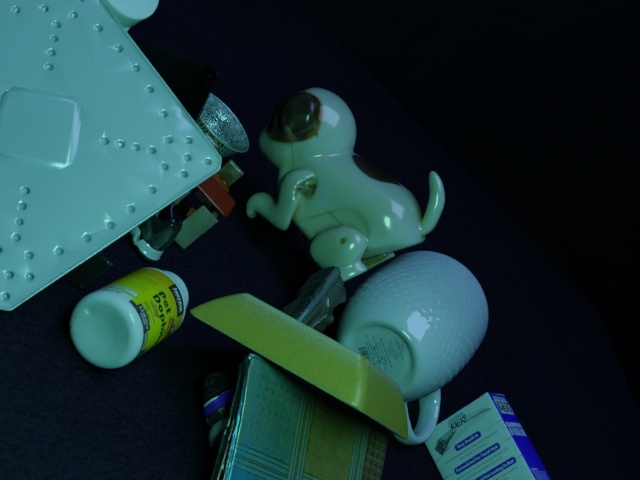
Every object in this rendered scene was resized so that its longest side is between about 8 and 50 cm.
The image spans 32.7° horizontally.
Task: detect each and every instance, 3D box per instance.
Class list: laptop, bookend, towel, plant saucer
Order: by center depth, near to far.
[{"bbox_3d":[-0.400,-0.032,1.698,0.157,0.072,0.156,41,24,-29],"label":"bookend"},{"bbox_3d":[-0.028,0.369,1.724,0.370,0.040,0.271,35,58,-42],"label":"towel"},{"bbox_3d":[-0.304,-0.191,1.752,0.137,0.234,0.264,26,-6,-22],"label":"laptop"},{"bbox_3d":[-0.012,0.196,1.801,0.333,0.081,0.333,27,-9,24],"label":"plant saucer"}]

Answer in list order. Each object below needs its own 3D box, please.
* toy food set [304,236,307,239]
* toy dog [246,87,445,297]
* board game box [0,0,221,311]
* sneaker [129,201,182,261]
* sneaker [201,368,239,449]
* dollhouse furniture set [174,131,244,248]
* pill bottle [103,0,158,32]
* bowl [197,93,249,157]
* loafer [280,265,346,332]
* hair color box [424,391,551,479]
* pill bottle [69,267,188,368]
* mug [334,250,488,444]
[{"bbox_3d":[0.000,0.000,2.546,0.122,0.019,0.078,36,27,-37],"label":"toy food set"},{"bbox_3d":[0.021,-0.124,2.305,0.285,0.395,0.407,-23,84,-58],"label":"toy dog"},{"bbox_3d":[-0.406,-0.154,1.563,0.390,0.390,0.050,53,-22,1],"label":"board game box"},{"bbox_3d":[-0.309,-0.084,1.922,0.078,0.106,0.234,13,44,-60],"label":"sneaker"},{"bbox_3d":[-0.090,0.272,1.815,0.293,0.102,0.146,23,35,-52],"label":"sneaker"},{"bbox_3d":[-0.258,-0.150,2.090,0.259,0.135,0.262,48,22,-13],"label":"dollhouse furniture set"},{"bbox_3d":[-0.407,-0.380,1.775,0.161,0.283,0.161,22,61,-47],"label":"pill bottle"},{"bbox_3d":[-0.239,-0.234,2.340,0.170,0.080,0.170,43,24,-24],"label":"bowl"},{"bbox_3d":[-0.016,0.147,2.111,0.251,0.094,0.087,-47,113,-43],"label":"loafer"},{"bbox_3d":[0.374,0.509,2.284,0.110,0.185,0.338,17,41,-57],"label":"hair color box"},{"bbox_3d":[-0.281,0.110,1.657,0.117,0.117,0.215,53,21,0],"label":"pill bottle"},{"bbox_3d":[0.181,0.238,2.260,0.328,0.276,0.374,-31,114,-63],"label":"mug"}]
